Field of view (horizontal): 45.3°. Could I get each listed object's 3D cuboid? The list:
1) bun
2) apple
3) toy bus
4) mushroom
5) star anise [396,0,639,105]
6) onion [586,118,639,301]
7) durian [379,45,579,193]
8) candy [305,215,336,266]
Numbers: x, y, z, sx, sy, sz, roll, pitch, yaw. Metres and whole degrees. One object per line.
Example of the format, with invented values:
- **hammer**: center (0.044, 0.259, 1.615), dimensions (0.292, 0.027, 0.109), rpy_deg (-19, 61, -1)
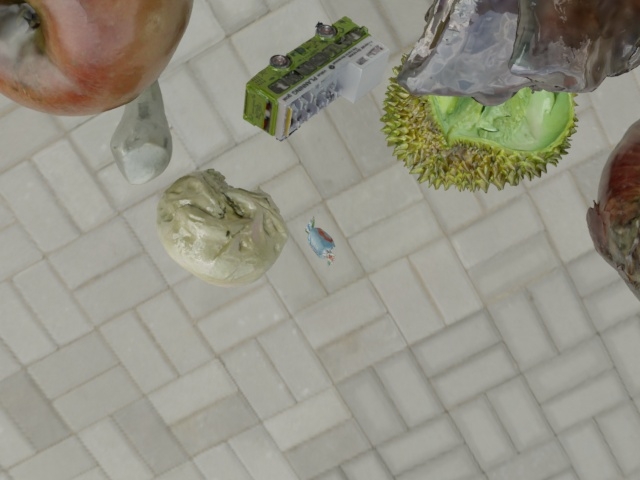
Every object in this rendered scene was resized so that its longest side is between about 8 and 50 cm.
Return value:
- **bun**: center (-0.151, -0.034, 1.217), dimensions (0.210, 0.237, 0.116), rpy_deg (4, 133, -34)
- **apple**: center (-0.336, -0.350, 1.054), dimensions (0.339, 0.305, 0.338), rpy_deg (11, 126, 15)
- **toy bus**: center (-0.008, -0.307, 1.461), dimensions (0.139, 0.302, 0.113), rpy_deg (37, 146, 18)
- **mushroom**: center (-0.315, -0.204, 1.345), dimensions (0.103, 0.270, 0.118), rpy_deg (-3, 136, -12)
- **star anise**: center (0.184, -0.190, 0.460), dimensions (0.332, 0.331, 0.117), rpy_deg (-39, 108, 10)
- **onion**: center (0.495, -0.040, 0.880), dimensions (0.354, 0.353, 0.353), rpy_deg (-1, 109, -2)
- **durian**: center (0.185, -0.158, 0.937), dimensions (0.237, 0.176, 0.200), rpy_deg (2, 90, -19)
- **candy**: center (0.001, 0.000, 0.990), dimensions (0.020, 0.083, 0.030), rpy_deg (5, 122, -32)
